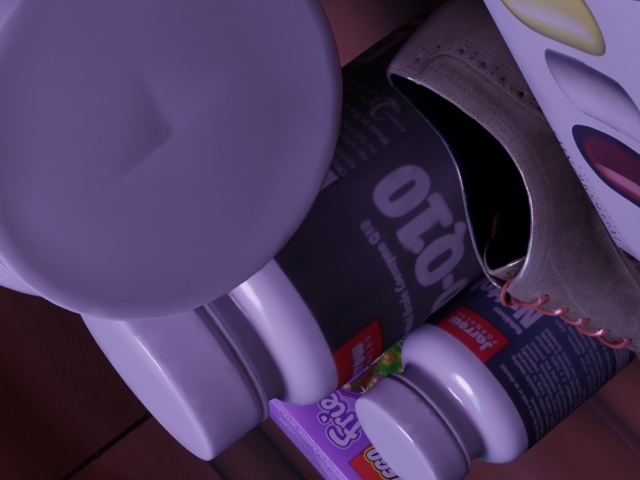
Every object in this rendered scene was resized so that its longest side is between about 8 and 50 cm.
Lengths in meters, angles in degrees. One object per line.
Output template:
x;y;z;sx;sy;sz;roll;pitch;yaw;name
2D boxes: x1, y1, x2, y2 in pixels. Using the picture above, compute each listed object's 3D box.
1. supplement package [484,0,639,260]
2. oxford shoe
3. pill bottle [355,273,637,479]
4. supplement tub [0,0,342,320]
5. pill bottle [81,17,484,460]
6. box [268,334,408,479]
0.163;-0.080;0.523;0.194;0.149;0.203;58;178;-21;supplement package
0.151;0.012;0.843;0.348;0.130;0.123;57;162;-13;oxford shoe
0.116;0.080;0.981;0.108;0.180;0.108;45;161;21;pill bottle
-0.156;-0.107;0.840;0.325;0.235;0.235;33;154;52;supplement tub
0.000;0.000;0.947;0.161;0.283;0.161;46;162;20;pill bottle
0.022;0.041;1.108;0.293;0.201;0.057;47;162;16;box
